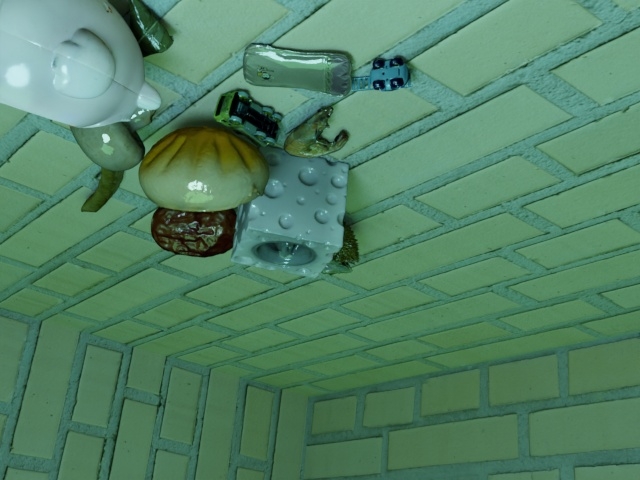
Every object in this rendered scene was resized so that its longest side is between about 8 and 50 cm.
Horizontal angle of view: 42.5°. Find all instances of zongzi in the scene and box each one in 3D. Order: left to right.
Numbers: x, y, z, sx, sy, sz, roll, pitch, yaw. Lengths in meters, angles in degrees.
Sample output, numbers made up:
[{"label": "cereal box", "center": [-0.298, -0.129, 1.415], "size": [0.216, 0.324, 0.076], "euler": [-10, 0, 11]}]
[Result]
[{"label": "zongzi", "center": [-0.376, -0.425, 1.643], "size": [0.154, 0.062, 0.130], "euler": [2, 140, 48]}]

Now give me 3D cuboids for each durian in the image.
[{"label": "durian", "center": [0.000, 0.000, 2.370], "size": [0.193, 0.138, 0.237], "euler": [-6, 156, 32]}]

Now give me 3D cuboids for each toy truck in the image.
[{"label": "toy truck", "center": [-0.170, -0.274, 1.880], "size": [0.100, 0.077, 0.169], "euler": [2, 163, 43]}, {"label": "toy truck", "center": [0.119, -0.335, 1.701], "size": [0.136, 0.063, 0.074], "euler": [0, 175, 20]}]

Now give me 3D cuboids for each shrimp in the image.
[{"label": "shrimp", "center": [0.002, -0.250, 1.934], "size": [0.143, 0.052, 0.251], "euler": [3, 166, -19]}]

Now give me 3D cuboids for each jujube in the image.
[{"label": "jujube", "center": [-0.353, -0.036, 2.336], "size": [0.250, 0.174, 0.174], "euler": [1, 156, 3]}]

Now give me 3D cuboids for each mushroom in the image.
[{"label": "mushroom", "center": [-0.458, -0.264, 1.865], "size": [0.204, 0.204, 0.204], "euler": [5, 156, 2]}]

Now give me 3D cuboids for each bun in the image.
[{"label": "bun", "center": [-0.261, -0.180, 1.876], "size": [0.298, 0.299, 0.165], "euler": [3, 112, 7]}]

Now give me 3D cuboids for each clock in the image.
[{"label": "clock", "center": [-0.496, -0.354, 1.522], "size": [0.368, 0.251, 0.376], "euler": [21, -177, 32]}]

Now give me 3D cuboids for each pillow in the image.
[{"label": "pillow", "center": [-0.048, -0.353, 1.715], "size": [0.232, 0.038, 0.131], "euler": [7, 151, 2]}]

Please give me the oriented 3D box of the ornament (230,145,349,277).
[{"label": "ornament", "center": [-0.081, -0.068, 2.113], "size": [0.239, 0.240, 0.240], "euler": [11, 155, -13]}]

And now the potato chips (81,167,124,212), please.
[{"label": "potato chips", "center": [-0.588, -0.158, 2.247], "size": [0.080, 0.057, 0.407], "euler": [26, 152, -12]}]
